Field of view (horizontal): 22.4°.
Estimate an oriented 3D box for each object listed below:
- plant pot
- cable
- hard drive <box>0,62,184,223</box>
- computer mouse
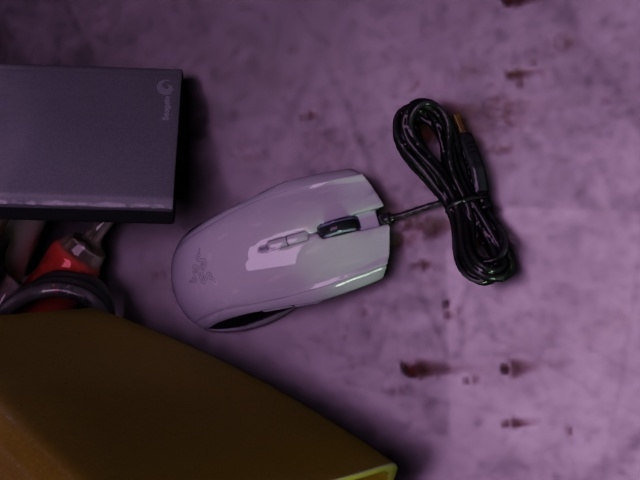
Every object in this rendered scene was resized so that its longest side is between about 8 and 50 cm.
[{"bbox_3d":[-0.129,0.147,0.804,0.187,0.212,0.212,40,113,27],"label":"plant pot"},{"bbox_3d":[-0.210,0.081,0.944,0.139,0.072,0.287,31,110,3],"label":"cable"},{"bbox_3d":[-0.144,-0.054,0.889,0.135,0.022,0.094,2,58,-2],"label":"hard drive"},{"bbox_3d":[0.000,0.000,0.863,0.193,0.042,0.106,-21,80,18],"label":"computer mouse"}]
